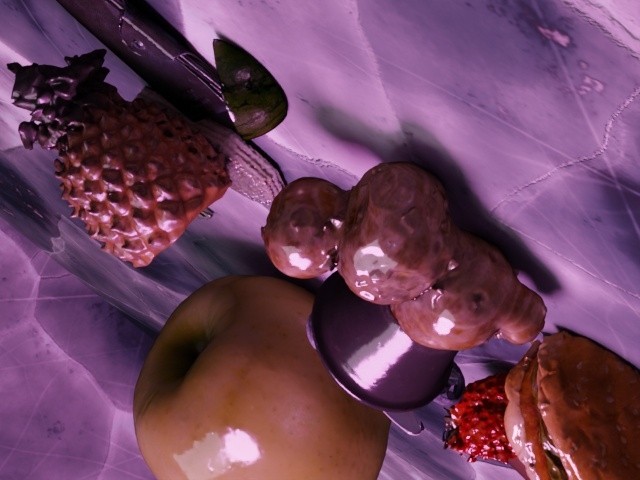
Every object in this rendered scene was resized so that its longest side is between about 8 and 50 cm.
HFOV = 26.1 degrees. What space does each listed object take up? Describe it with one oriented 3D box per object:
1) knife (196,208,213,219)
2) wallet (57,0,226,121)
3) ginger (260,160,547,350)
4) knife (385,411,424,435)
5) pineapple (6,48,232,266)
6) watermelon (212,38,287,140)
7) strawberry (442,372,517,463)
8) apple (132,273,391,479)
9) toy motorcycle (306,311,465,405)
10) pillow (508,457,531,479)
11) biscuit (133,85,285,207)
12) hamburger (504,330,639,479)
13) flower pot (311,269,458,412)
[{"bbox_3d":[-0.271,-0.055,2.577,0.043,0.020,0.293,46,160,-23],"label":"knife"},{"bbox_3d":[-0.256,-0.277,1.902,0.318,0.045,0.172,41,164,-20],"label":"wallet"},{"bbox_3d":[0.121,0.028,1.754,0.375,0.176,0.256,31,146,-18],"label":"ginger"},{"bbox_3d":[0.096,0.200,2.196,0.081,0.043,0.336,9,-155,-14],"label":"knife"},{"bbox_3d":[-0.309,-0.145,1.962,0.357,0.223,0.223,46,163,-3],"label":"pineapple"},{"bbox_3d":[-0.083,-0.189,1.816,0.181,0.075,0.092,68,-171,-58],"label":"watermelon"},{"bbox_3d":[0.296,0.262,2.130,0.236,0.175,0.106,-6,111,17],"label":"strawberry"},{"bbox_3d":[-0.102,0.295,2.478,0.474,0.473,0.473,33,163,11],"label":"apple"},{"bbox_3d":[0.104,0.140,2.095,0.296,0.198,0.109,30,139,-25],"label":"toy motorcycle"},{"bbox_3d":[0.442,0.413,2.256,0.305,0.108,0.308,20,158,47],"label":"pillow"},{"bbox_3d":[-0.166,-0.138,2.092,0.250,0.046,0.147,29,161,25],"label":"biscuit"},{"bbox_3d":[0.387,0.296,1.886,0.330,0.209,0.162,37,164,-9],"label":"hamburger"},{"bbox_3d":[0.121,0.109,1.957,0.235,0.235,0.148,38,143,-5],"label":"flower pot"}]
